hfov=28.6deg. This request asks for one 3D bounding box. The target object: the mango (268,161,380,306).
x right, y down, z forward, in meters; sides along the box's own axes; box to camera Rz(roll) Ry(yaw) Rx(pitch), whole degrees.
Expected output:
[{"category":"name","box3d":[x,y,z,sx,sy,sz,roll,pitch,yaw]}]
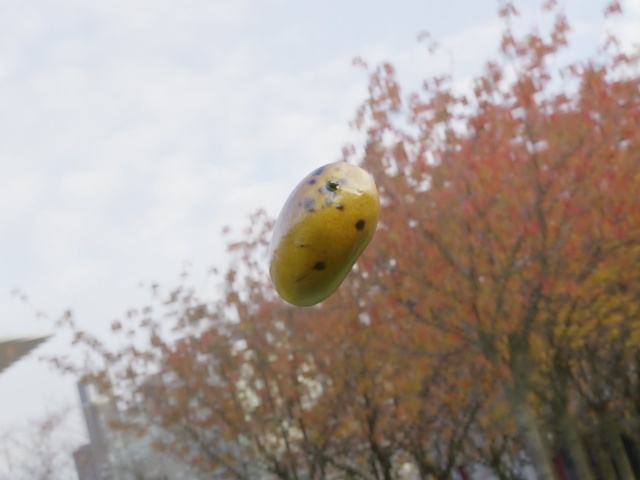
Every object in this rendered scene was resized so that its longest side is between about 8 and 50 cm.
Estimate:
[{"category":"mango","box3d":[-0.001,0.000,1.277,0.115,0.090,0.178,-26,-28,-49]}]
